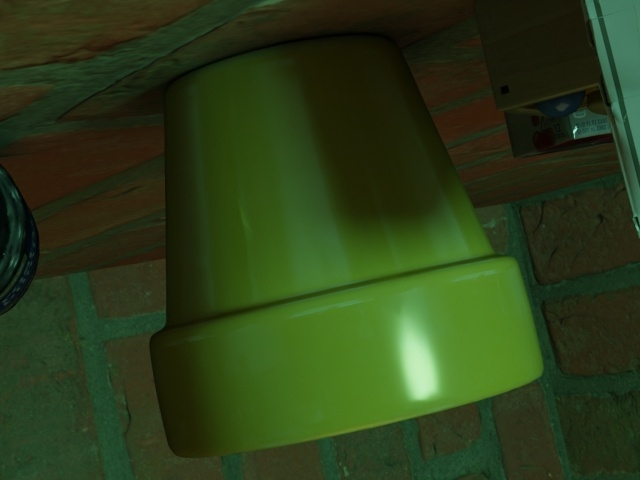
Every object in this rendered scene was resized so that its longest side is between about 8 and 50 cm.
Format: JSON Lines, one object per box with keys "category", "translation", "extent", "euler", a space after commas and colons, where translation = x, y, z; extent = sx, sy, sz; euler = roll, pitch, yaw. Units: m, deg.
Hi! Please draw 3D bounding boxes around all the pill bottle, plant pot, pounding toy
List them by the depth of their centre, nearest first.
{"category": "pounding toy", "translation": [0.189, -0.114, 0.793], "extent": [0.130, 0.100, 0.141], "euler": [-13, 176, 28]}
{"category": "plant pot", "translation": [0.000, 0.000, 0.844], "extent": [0.254, 0.239, 0.254], "euler": [-12, 176, -1]}
{"category": "pill bottle", "translation": [-0.257, -0.004, 0.852], "extent": [0.123, 0.122, 0.219], "euler": [-12, 177, -10]}

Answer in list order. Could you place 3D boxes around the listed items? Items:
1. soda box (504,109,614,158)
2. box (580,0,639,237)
{"category": "soda box", "translation": [0.275, -0.130, 0.995], "extent": [0.263, 0.083, 0.092], "euler": [-11, 177, -23]}
{"category": "box", "translation": [0.263, -0.114, 0.536], "extent": [0.290, 0.169, 0.087], "euler": [-15, 178, 25]}
